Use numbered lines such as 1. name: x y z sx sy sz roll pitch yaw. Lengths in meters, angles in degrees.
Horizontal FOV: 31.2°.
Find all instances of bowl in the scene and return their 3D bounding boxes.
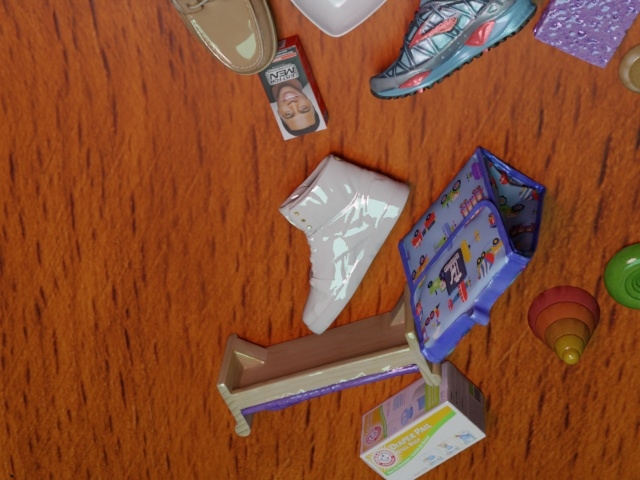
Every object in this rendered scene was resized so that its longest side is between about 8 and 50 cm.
1. bowl: 0.025 -0.373 1.596 0.142 0.053 0.142 -37 112 25

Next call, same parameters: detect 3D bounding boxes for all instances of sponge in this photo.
1. sponge: 0.396 -0.352 1.593 0.117 0.031 0.210 21 121 -9

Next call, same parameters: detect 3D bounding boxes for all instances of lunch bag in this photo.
1. lunch bag: 0.229 0.039 1.701 0.138 0.293 0.221 30 120 -14

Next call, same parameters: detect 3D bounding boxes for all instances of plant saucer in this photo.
1. plant saucer: 0.476 -0.247 1.663 0.083 0.015 0.083 2 122 3

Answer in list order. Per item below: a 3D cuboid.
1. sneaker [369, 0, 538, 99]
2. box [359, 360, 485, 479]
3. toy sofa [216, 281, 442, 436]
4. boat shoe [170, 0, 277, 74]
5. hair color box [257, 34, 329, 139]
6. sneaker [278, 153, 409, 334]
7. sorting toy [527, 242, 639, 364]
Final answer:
1. sneaker: 0.169 -0.300 1.623 0.262 0.104 0.125 -31 98 17
2. box: 0.176 0.323 1.996 0.203 0.114 0.103 -37 113 25
3. toy sofa: 0.024 0.220 1.920 0.363 0.150 0.177 -17 119 15
4. boat shoe: -0.174 -0.366 1.565 0.122 0.110 0.341 -26 112 17
5. hair color box: -0.044 -0.226 1.701 0.072 0.043 0.141 -15 121 14
6. sneaker: 0.000 0.000 1.815 0.169 0.108 0.292 25 111 -9
7. sorting toy: 0.500 0.098 1.819 0.366 0.126 0.127 -31 115 23
